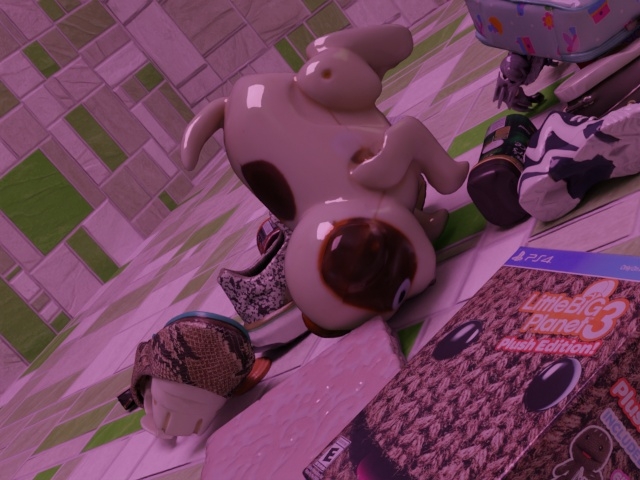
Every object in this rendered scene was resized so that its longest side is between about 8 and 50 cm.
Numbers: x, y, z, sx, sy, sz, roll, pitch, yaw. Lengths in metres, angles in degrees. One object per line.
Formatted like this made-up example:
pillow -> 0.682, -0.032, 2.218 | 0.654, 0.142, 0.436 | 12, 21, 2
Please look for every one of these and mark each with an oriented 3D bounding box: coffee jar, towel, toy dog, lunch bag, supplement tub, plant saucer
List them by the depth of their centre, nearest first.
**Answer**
towel -> -0.018, 0.247, 1.074 | 0.317, 0.053, 0.332 | -37, 15, 7
toy dog -> 0.026, -0.071, 1.300 | 0.395, 0.408, 0.284 | -4, -30, -26
coffee jar -> 0.270, -0.102, 1.305 | 0.079, 0.096, 0.184 | -25, 21, 34
lunch bag -> 0.378, -0.372, 1.373 | 0.224, 0.108, 0.279 | -36, 34, -19
plant saucer -> -0.115, 0.218, 1.476 | 0.083, 0.013, 0.083 | -36, 16, 12
supplement tub -> -0.074, 0.006, 1.820 | 0.106, 0.106, 0.198 | -40, 14, 1

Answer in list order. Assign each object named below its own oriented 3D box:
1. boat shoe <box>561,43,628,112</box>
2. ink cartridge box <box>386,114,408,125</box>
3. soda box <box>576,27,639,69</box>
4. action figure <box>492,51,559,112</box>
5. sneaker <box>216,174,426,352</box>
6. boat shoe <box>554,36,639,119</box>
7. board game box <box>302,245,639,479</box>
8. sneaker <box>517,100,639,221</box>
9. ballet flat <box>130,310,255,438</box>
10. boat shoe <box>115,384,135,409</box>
boat shoe -> 0.423, -0.213, 1.337 | 0.072, 0.068, 0.190 | 14, 66, 55
ink cartridge box -> 0.074, -0.176, 1.864 | 0.212, 0.093, 0.154 | -5, 30, 24
soda box -> 0.523, -0.347, 1.425 | 0.263, 0.083, 0.092 | -21, 25, 50
action figure -> 0.386, -0.326, 1.590 | 0.285, 0.099, 0.185 | -40, -17, -49
sneaker -> 0.000, 0.000, 1.499 | 0.410, 0.182, 0.158 | -41, 14, -8
boat shoe -> 0.474, -0.249, 1.240 | 0.305, 0.091, 0.109 | -31, 7, 9
board game box -> 0.164, 0.156, 0.712 | 0.291, 0.141, 0.232 | -44, 15, -14
sneaker -> 0.354, -0.139, 1.176 | 0.235, 0.094, 0.153 | -42, 26, 33
ballet flat -> -0.222, 0.231, 1.458 | 0.483, 0.164, 0.182 | 152, 136, -68
boat shoe -> -0.343, 0.286, 1.792 | 0.133, 0.042, 0.049 | -37, -10, 10
